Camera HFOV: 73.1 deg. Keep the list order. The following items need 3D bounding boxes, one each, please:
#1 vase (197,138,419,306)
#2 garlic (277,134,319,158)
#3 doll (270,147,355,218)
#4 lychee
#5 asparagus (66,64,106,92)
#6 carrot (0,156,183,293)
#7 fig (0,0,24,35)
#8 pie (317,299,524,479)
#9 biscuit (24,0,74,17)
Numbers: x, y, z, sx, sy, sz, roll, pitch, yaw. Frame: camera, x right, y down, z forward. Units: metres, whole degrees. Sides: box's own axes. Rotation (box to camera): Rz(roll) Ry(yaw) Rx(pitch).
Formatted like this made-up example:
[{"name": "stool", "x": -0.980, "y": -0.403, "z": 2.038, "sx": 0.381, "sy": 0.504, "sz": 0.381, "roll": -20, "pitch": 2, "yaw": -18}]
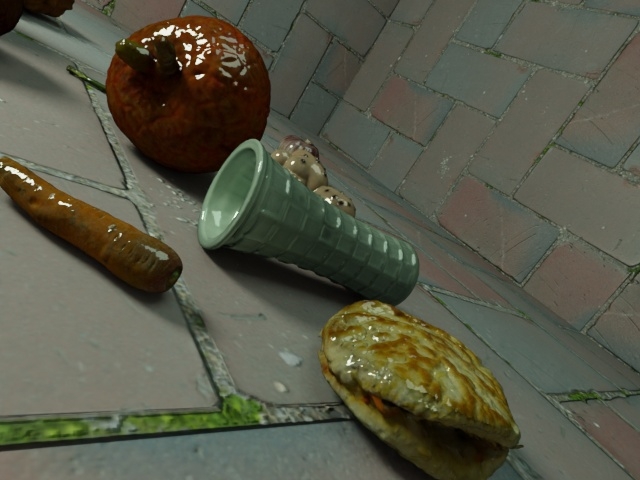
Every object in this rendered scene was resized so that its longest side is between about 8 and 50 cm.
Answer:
[{"name": "vase", "x": 0.000, "y": 0.000, "z": 0.587, "sx": 0.298, "sy": 0.143, "sz": 0.143, "roll": 27, "pitch": 15, "yaw": -33}, {"name": "garlic", "x": -0.067, "y": -0.284, "z": 1.396, "sx": 0.147, "sy": 0.102, "sz": 0.159, "roll": 33, "pitch": 14, "yaw": 7}, {"name": "doll", "x": -0.008, "y": -0.086, "z": 0.896, "sx": 0.154, "sy": 0.119, "sz": 0.278, "roll": 12, "pitch": 35, "yaw": -52}, {"name": "lychee", "x": -0.200, "y": -0.221, "z": 0.671, "sx": 0.255, "sy": 0.255, "sz": 0.300, "roll": 35, "pitch": 12, "yaw": 8}, {"name": "asparagus", "x": -0.451, "y": -0.315, "z": 0.874, "sx": 0.127, "sy": 0.015, "sz": 0.018, "roll": 29, "pitch": 6, "yaw": -17}, {"name": "carrot", "x": -0.206, "y": -0.014, "z": 0.374, "sx": 0.191, "sy": 0.047, "sz": 0.047, "roll": 30, "pitch": 15, "yaw": 4}, {"name": "fig", "x": -0.588, "y": -0.417, "z": 0.619, "sx": 0.290, "sy": 0.191, "sz": 0.190, "roll": 34, "pitch": 15, "yaw": 0}, {"name": "pie", "x": 0.092, "y": 0.136, "z": 0.419, "sx": 0.205, "sy": 0.084, "sz": 0.179, "roll": 26, "pitch": 15, "yaw": -17}, {"name": "biscuit", "x": -0.850, "y": -0.702, "z": 1.108, "sx": 0.318, "sy": 0.111, "sz": 0.312, "roll": 30, "pitch": 16, "yaw": -9}]
